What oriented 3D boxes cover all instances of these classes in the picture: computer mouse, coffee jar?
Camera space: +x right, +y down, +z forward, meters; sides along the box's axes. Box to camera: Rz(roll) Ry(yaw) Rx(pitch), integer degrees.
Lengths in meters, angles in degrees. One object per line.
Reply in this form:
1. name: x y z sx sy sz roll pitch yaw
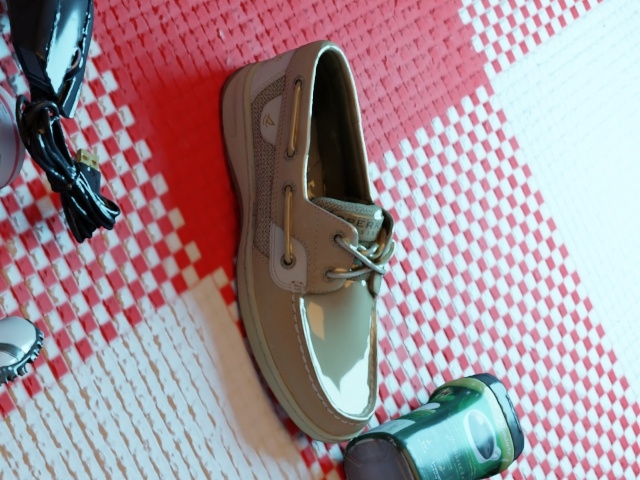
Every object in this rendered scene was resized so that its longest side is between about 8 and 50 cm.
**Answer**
1. computer mouse: -0.189 -0.129 1.465 0.184 0.060 0.262 72 5 -52
2. coffee jar: 0.105 0.186 1.703 0.184 0.079 0.096 -24 94 -49

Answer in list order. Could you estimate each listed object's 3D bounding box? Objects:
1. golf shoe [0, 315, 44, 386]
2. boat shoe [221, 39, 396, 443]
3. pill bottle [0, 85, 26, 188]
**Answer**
1. golf shoe: -0.272 0.077 1.317 0.198 0.077 0.094 -31 99 -51
2. boat shoe: 0.000 0.000 1.629 0.121 0.110 0.341 -3 78 -49
3. pill bottle: -0.289 -0.059 1.340 0.160 0.087 0.087 -24 95 -50
